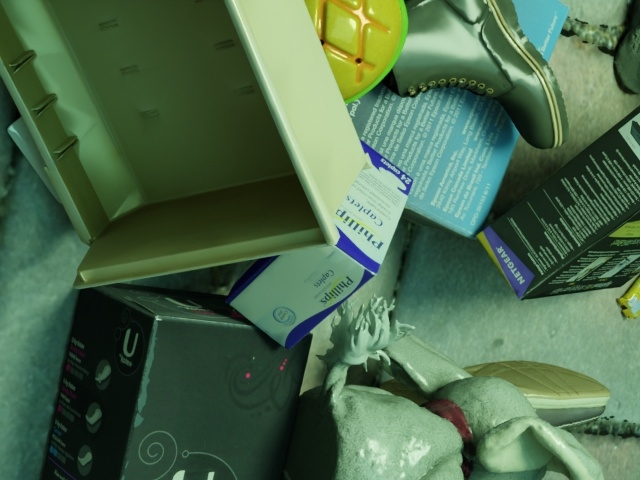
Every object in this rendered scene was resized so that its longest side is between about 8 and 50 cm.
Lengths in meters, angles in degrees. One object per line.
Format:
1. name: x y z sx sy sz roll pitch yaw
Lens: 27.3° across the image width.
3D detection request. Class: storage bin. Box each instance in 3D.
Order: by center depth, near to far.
1. storage bin: -0.130 -0.117 0.993 0.262 0.260 0.123 67 30 -24

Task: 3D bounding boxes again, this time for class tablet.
1. tablet: -0.221 -0.078 1.110 0.054 0.006 0.083 -43 123 -20

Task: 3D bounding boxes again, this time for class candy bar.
1. candy bar: 0.411 0.028 1.580 0.161 0.018 0.040 -48 120 -16

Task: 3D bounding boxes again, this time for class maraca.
1. maraca: -0.020 -0.158 1.055 0.186 0.099 0.127 -28 105 6

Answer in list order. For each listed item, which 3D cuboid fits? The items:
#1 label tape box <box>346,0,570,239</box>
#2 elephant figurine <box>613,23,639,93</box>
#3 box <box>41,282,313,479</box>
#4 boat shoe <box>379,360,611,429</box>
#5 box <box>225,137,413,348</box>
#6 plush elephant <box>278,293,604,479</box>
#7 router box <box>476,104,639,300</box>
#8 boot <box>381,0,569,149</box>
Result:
1. label tape box: 0.041 -0.178 1.209 0.348 0.115 0.249 24 87 -33
2. elephant figurine: 0.412 -0.219 1.457 0.239 0.186 0.169 32 126 -27
3. box: -0.135 0.185 1.151 0.165 0.143 0.270 8 96 -37
4. boat shoe: 0.185 0.189 1.412 0.285 0.103 0.092 -1 107 -31
5. box: 0.000 0.000 1.107 0.072 0.126 0.137 38 39 -11
6. plush elephant: 0.090 0.209 1.191 0.255 0.272 0.330 10 108 -27
7. router box: 0.324 -0.046 1.313 0.243 0.081 0.309 -40 161 24
8. boot: 0.124 -0.139 1.168 0.137 0.077 0.198 -37 105 -16
